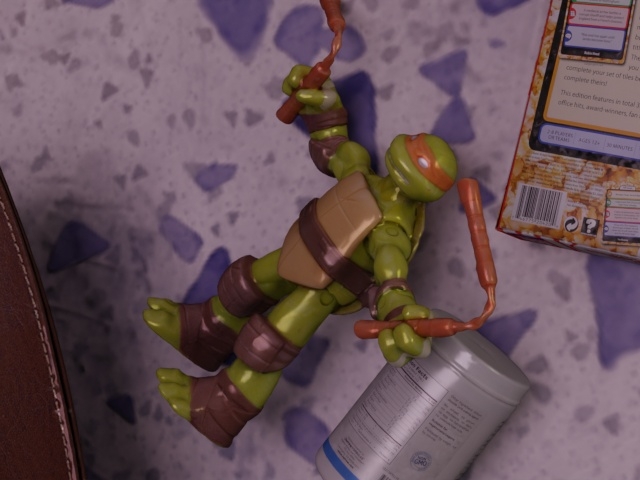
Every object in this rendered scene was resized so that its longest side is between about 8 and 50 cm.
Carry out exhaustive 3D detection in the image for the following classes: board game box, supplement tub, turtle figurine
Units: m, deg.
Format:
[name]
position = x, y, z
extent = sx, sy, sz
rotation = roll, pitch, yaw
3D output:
[board game box]
position = 0.185, -0.082, 0.991
extent = 0.147, 0.045, 0.193
rotation = 13, 88, 27
[supplement tub]
position = 0.054, 0.098, 1.014
extent = 0.071, 0.071, 0.107
rotation = 42, 100, 24
[turtle figurine]
position = 0.000, 0.000, 1.047
extent = 0.217, 0.087, 0.269
rotation = -41, 46, 19

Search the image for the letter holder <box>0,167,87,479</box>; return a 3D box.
[letter holder]
position = -0.207, 0.107, 1.095
extent = 0.214, 0.152, 0.301
rotation = -22, 74, 19
